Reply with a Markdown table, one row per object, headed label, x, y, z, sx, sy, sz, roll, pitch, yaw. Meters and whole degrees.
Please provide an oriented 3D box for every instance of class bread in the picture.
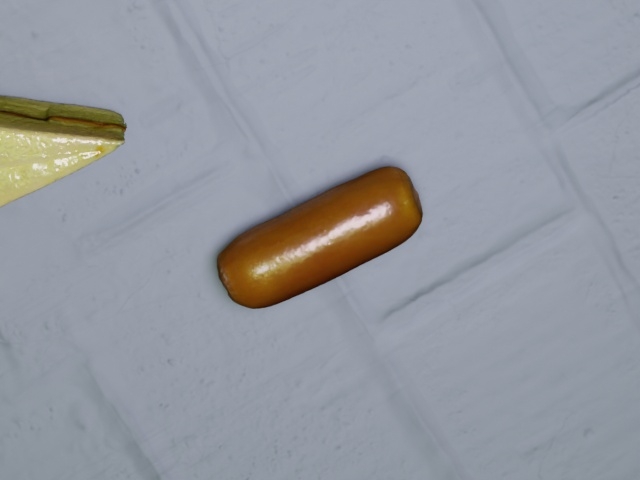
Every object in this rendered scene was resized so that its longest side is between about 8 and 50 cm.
| label | x | y | z | sx | sy | sz | roll | pitch | yaw |
| --- | --- | --- | --- | --- | --- | --- | --- | --- | --- |
| bread | -0.373 | -0.079 | 1.865 | 0.264 | 0.168 | 0.163 | 7 | 108 | -9 |

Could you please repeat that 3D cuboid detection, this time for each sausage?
| label | x | y | z | sx | sy | sz | roll | pitch | yaw |
| --- | --- | --- | --- | --- | --- | --- | --- | --- | --- |
| sausage | 0.000 | -0.001 | 1.965 | 0.274 | 0.105 | 0.105 | -26 | 108 | 2 |
